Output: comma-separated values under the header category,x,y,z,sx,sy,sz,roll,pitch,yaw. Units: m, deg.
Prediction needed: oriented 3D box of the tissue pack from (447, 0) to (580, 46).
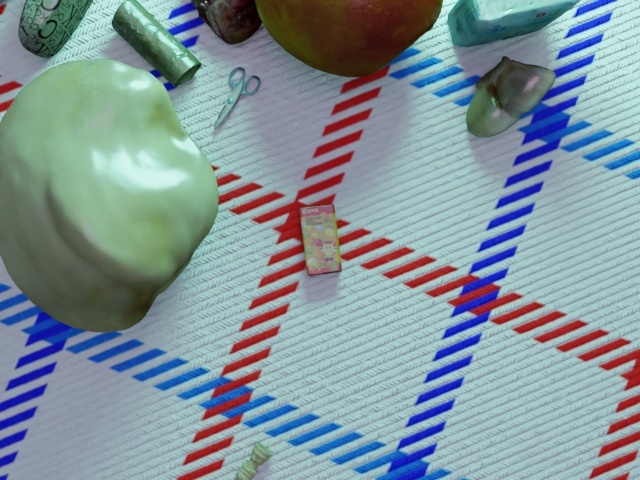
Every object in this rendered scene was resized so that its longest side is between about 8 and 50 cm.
category,x,y,z,sx,sy,sz,roll,pitch,yaw
tissue pack,0.320,-0.389,1.680,0.177,0.263,0.089,-13,91,-2

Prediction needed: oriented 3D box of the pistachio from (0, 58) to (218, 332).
category,x,y,z,sx,sy,sz,roll,pitch,yaw
pistachio,-0.350,-0.074,1.632,0.365,0.281,0.446,-4,91,-9

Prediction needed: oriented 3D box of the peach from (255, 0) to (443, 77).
category,x,y,z,sx,sy,sz,roll,pitch,yaw
peach,0.037,-0.433,1.664,0.308,0.308,0.332,-42,85,-3

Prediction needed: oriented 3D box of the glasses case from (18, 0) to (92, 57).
category,x,y,z,sx,sy,sz,roll,pitch,yaw
glasses case,-0.412,-0.478,1.723,0.085,0.137,0.355,25,87,0

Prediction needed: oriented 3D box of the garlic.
category,x,y,z,sx,sy,sz,roll,pitch,yaw
garlic,0.327,-0.245,1.751,0.099,0.124,0.174,38,113,-15

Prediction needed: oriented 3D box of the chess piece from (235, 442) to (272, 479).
category,x,y,z,sx,sy,sz,roll,pitch,yaw
chess piece,-0.124,0.395,1.739,0.035,0.035,0.092,37,90,0

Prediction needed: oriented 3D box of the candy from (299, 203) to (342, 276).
category,x,y,z,sx,sy,sz,roll,pitch,yaw
candy,0.000,0.000,1.761,0.062,0.038,0.122,-7,87,-2

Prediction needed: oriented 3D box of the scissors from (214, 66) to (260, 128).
category,x,y,z,sx,sy,sz,roll,pitch,yaw
scissors,-0.156,-0.248,1.781,0.058,0.014,0.119,32,83,4

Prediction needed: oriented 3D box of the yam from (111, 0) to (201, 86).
category,x,y,z,sx,sy,sz,roll,pitch,yaw
yam,-0.287,-0.342,1.756,0.169,0.068,0.068,45,86,-1

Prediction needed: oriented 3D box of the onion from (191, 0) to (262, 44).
category,x,y,z,sx,sy,sz,roll,pitch,yaw
onion,-0.161,-0.454,1.750,0.151,0.098,0.206,-31,88,-2
